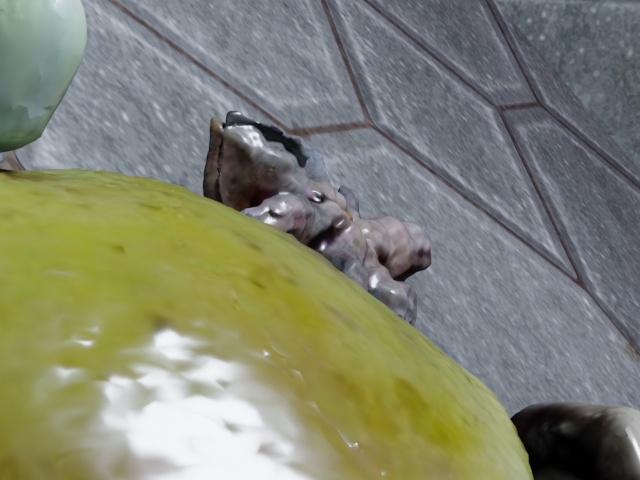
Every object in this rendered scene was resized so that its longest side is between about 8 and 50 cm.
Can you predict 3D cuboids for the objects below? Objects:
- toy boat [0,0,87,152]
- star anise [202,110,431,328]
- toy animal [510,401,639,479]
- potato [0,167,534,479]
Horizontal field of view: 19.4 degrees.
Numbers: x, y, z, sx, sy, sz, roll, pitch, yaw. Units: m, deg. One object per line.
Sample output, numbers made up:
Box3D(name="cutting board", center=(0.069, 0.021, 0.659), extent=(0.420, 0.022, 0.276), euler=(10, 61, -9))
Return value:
Box3D(name="toy boat", center=(-0.246, -0.081, 0.568), extent=(0.215, 0.330, 0.123), euler=(12, 74, -68))
Box3D(name="star anise", center=(0.000, 0.000, 1.287), extent=(0.236, 0.093, 0.229), euler=(22, 32, -49))
Box3D(name="toy animal", center=(0.077, 0.269, 0.768), extent=(0.194, 0.303, 0.344), euler=(21, 57, -45))
Box3D(name="potato", center=(-0.094, 0.106, 0.531), extent=(0.280, 0.330, 0.213), euler=(30, -20, -12))
